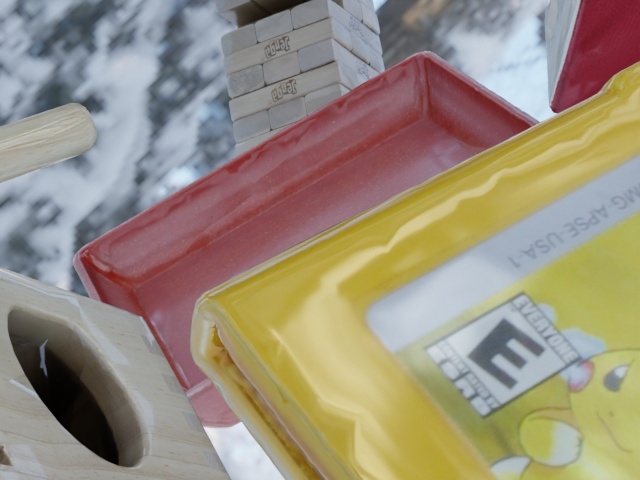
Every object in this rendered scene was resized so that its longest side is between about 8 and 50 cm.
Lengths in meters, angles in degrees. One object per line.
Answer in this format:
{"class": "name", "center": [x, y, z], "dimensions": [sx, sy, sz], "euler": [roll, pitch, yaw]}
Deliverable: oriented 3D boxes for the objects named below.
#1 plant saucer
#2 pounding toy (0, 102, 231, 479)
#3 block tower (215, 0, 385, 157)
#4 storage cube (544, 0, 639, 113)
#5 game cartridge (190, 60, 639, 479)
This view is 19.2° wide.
{"class": "plant saucer", "center": [0.000, 0.000, 1.065], "dimensions": [0.048, 0.258, 0.259], "euler": [61, -6, -23]}
{"class": "pounding toy", "center": [-0.102, 0.056, 0.453], "dimensions": [0.094, 0.181, 0.206], "euler": [59, 16, 25]}
{"class": "block tower", "center": [-0.001, -0.053, 1.313], "dimensions": [0.091, 0.336, 0.097], "euler": [-18, -21, 23]}
{"class": "storage cube", "center": [0.232, -0.156, 0.995], "dimensions": [0.193, 0.215, 0.184], "euler": [12, -67, 0]}
{"class": "game cartridge", "center": [0.164, 0.059, 0.654], "dimensions": [0.285, 0.323, 0.053], "euler": [50, -27, 23]}
